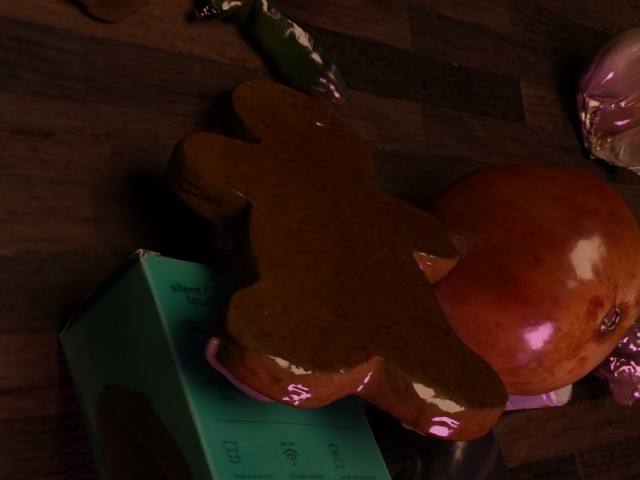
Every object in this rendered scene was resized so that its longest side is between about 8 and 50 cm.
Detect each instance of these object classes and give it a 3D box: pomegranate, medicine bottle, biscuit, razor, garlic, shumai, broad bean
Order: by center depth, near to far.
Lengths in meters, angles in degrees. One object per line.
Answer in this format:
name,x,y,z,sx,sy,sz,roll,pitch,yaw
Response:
biscuit,-0.001,0.001,0.934,0.283,0.064,0.432,18,31,-28
broad bean,-0.044,-0.199,1.089,0.195,0.046,0.061,27,72,-38
razor,0.150,0.323,1.123,0.204,0.113,0.349,-51,120,-43
pomegranate,0.209,0.027,1.198,0.252,0.270,0.229,-30,134,-19
medicine bottle,0.242,0.168,1.297,0.057,0.089,0.057,18,66,-47
shumai,0.426,0.126,1.488,0.206,0.166,0.175,-18,104,-27
garlic,0.450,-0.219,1.632,0.142,0.178,0.229,-107,174,-48

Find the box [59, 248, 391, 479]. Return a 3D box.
box,-0.054,0.175,0.835,0.205,0.118,0.311,15,45,-50

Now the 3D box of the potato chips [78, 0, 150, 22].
potato chips,-0.183,-0.289,0.947,0.150,0.049,0.201,17,73,-41
